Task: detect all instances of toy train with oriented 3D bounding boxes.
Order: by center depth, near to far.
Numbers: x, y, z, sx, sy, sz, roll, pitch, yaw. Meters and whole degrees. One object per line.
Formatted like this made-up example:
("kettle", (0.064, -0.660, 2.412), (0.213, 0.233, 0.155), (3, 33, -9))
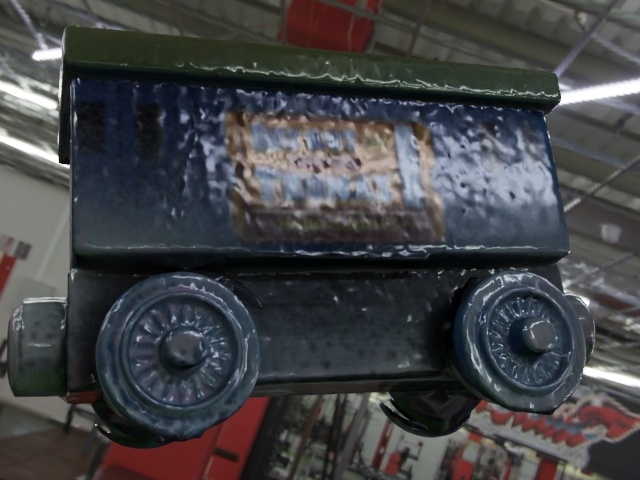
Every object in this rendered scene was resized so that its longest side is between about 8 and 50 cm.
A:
("toy train", (0.000, 0.000, 0.405), (0.300, 0.201, 0.131), (1, -18, -19))
